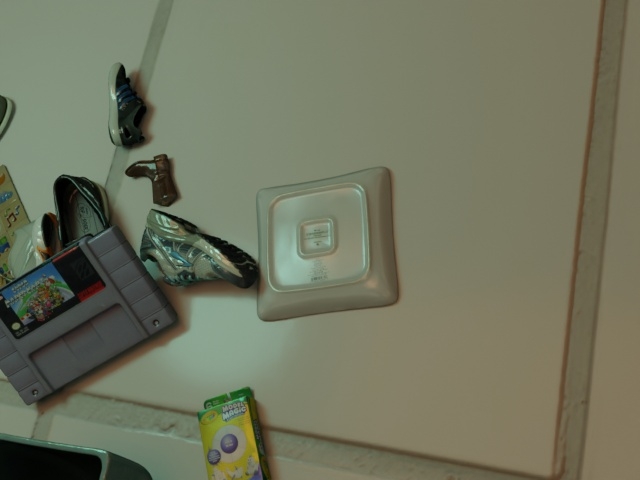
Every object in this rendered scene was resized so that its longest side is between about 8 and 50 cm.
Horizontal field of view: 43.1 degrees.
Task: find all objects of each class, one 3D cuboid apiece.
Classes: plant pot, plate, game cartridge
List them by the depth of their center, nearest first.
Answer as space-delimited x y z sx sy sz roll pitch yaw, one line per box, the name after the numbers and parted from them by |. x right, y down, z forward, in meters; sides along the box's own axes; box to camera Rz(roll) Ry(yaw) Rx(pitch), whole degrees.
-0.421 0.480 1.387 0.248 0.252 0.247 3 72 21 | plant pot
0.000 0.000 1.528 0.277 0.045 0.278 -9 68 17 | plate
-0.490 0.146 1.580 0.355 0.068 0.230 -30 106 8 | game cartridge

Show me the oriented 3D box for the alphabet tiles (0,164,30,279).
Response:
-0.798 -0.011 1.851 0.285 0.011 0.342 -36 63 5 | alphabet tiles

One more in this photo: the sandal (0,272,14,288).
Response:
-0.697 0.097 1.740 0.180 0.049 0.072 34 90 14 | sandal

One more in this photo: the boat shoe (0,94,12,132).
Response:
-0.859 -0.239 1.909 0.305 0.091 0.109 -47 54 -3 | boat shoe

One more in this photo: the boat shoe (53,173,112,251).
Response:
-0.481 0.004 1.667 0.127 0.113 0.340 -21 65 11 | boat shoe

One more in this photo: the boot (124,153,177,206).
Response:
-0.359 -0.117 1.714 0.106 0.037 0.114 -21 69 14 | boot

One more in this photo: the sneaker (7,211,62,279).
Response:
-0.605 0.076 1.709 0.121 0.099 0.262 -17 59 24 | sneaker

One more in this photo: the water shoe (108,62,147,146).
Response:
-0.425 -0.301 1.798 0.080 0.073 0.203 -4 72 -4 | water shoe

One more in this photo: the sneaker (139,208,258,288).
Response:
-0.242 0.044 1.584 0.283 0.110 0.122 27 96 32 | sneaker

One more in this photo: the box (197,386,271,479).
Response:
-0.158 0.358 1.454 0.105 0.043 0.179 -21 63 12 | box
